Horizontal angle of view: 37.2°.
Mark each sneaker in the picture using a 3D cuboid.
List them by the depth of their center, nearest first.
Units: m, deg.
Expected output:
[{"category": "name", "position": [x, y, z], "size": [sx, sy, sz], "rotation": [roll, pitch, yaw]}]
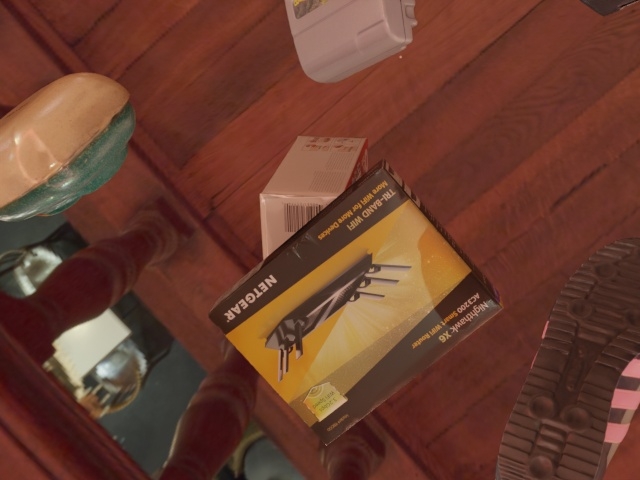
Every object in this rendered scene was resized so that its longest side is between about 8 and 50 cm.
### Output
[{"category": "sneaker", "position": [0.255, 0.138, 0.920], "size": [0.112, 0.131, 0.319], "rotation": [26, 61, 24]}]

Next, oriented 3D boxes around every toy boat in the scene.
[{"category": "toy boat", "position": [-0.336, -0.043, 1.053], "size": [0.148, 0.267, 0.318], "rotation": [49, 61, -21]}]

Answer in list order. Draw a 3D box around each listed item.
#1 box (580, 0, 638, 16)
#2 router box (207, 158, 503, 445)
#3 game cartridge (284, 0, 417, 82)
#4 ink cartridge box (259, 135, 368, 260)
[{"category": "box", "position": [0.231, -0.258, 0.630], "size": [0.093, 0.156, 0.158], "rotation": [24, 69, -29]}, {"category": "router box", "position": [0.045, 0.084, 1.259], "size": [0.309, 0.081, 0.243], "rotation": [-41, 97, 13]}, {"category": "game cartridge", "position": [0.021, -0.344, 1.105], "size": [0.060, 0.196, 0.294], "rotation": [-4, 84, -30]}, {"category": "ink cartridge box", "position": [0.000, 0.000, 1.551], "size": [0.130, 0.309, 0.272], "rotation": [3, 113, 9]}]
